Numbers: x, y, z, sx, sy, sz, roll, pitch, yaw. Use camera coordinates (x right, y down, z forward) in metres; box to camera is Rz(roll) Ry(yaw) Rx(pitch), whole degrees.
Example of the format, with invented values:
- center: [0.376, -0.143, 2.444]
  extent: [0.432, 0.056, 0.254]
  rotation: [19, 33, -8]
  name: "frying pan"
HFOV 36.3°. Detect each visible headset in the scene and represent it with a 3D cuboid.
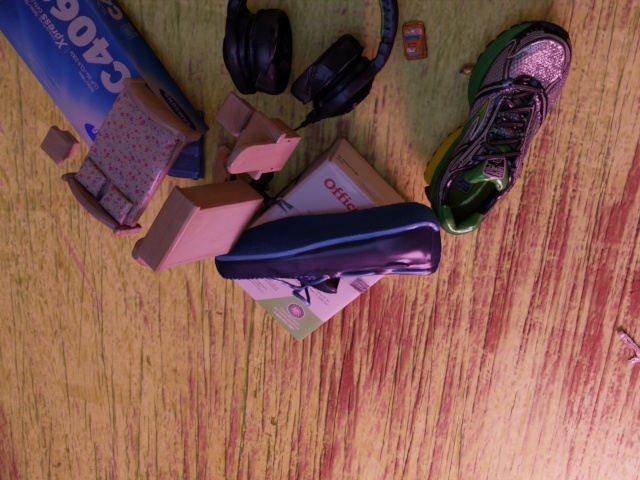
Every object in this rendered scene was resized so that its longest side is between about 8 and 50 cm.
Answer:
- center: [-0.039, -0.245, 1.416]
  extent: [0.243, 0.185, 0.394]
  rotation: [21, 115, 3]
  name: "headset"

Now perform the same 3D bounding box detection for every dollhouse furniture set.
- center: [-0.262, -0.136, 1.377]
  extent: [0.355, 0.174, 0.303]
  rotation: [42, 114, 16]
  name: "dollhouse furniture set"

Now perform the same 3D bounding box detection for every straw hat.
- center: [-0.122, -0.087, 1.582]
  extent: [0.061, 0.144, 0.145]
  rotation: [-14, 119, -26]
  name: "straw hat"

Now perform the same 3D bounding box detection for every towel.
- center: [-0.223, -0.159, 1.593]
  extent: [0.067, 0.029, 0.119]
  rotation: [10, 118, 12]
  name: "towel"

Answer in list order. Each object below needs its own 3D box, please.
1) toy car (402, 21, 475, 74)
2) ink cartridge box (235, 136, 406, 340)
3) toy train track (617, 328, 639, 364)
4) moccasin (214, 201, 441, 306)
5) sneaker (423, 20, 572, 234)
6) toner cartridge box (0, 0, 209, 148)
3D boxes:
- center: [0.174, -0.281, 1.429]
  extent: [0.122, 0.040, 0.060]
  rotation: [14, 118, 7]
  name: "toy car"
- center: [0.000, 0.000, 1.568]
  extent: [0.198, 0.115, 0.273]
  rotation: [45, 117, -10]
  name: "ink cartridge box"
- center: [0.513, 0.179, 1.588]
  extent: [0.048, 0.014, 0.083]
  rotation: [-38, 101, 26]
  name: "toy train track"
- center: [0.009, 0.034, 1.440]
  extent: [0.342, 0.138, 0.117]
  rotation: [-6, 118, 17]
  name: "moccasin"
- center: [0.265, -0.152, 1.401]
  extent: [0.134, 0.146, 0.344]
  rotation: [16, 120, -12]
  name: "sneaker"
- center: [-0.346, -0.265, 1.526]
  extent: [0.165, 0.075, 0.348]
  rotation: [-31, 100, 30]
  name: "toner cartridge box"
